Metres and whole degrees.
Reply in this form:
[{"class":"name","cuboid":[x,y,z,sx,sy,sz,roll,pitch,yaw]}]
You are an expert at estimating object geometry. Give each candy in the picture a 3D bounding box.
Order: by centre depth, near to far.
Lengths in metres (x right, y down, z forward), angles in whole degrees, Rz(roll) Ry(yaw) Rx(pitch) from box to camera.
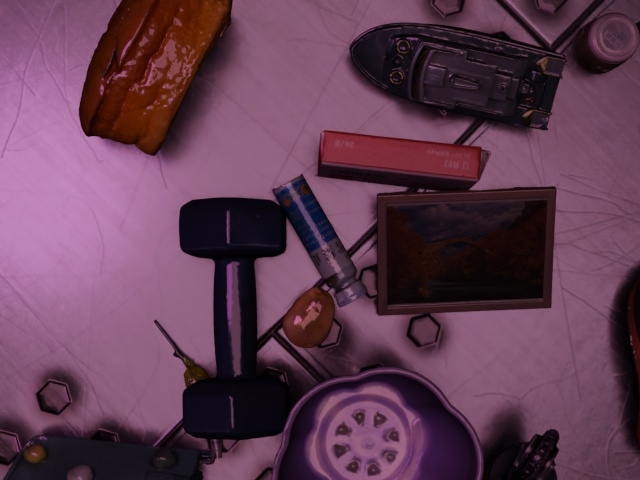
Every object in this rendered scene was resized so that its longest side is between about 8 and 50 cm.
[{"class":"candy","cuboid":[-0.199,0.161,1.692,0.035,0.035,0.123,-36,83,-7]}]

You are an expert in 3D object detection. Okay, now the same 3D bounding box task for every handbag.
[{"class":"handbag","cuboid":[-0.303,0.360,1.555,0.274,0.269,0.100,-1,121,13]}]

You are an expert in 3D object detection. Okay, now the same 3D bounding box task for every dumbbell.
[{"class":"dumbbell","cuboid":[-0.114,0.104,1.623,0.160,0.144,0.325,-3,87,33]}]

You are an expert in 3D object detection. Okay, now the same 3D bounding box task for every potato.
[{"class":"potato","cuboid":[-0.014,0.107,1.681,0.068,0.062,0.083,20,115,-30]}]

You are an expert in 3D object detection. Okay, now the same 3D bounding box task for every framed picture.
[{"class":"framed picture","cuboid":[0.202,0.016,1.679,0.249,0.016,0.184,-2,111,-3]}]

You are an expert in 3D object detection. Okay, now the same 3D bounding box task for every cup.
[{"class":"cup","cuboid":[0.411,-0.274,1.676,0.102,0.099,0.074,0,90,-2]}]

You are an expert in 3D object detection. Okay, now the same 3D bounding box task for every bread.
[{"class":"bread","cuboid":[-0.224,-0.247,1.612,0.142,0.195,0.270,26,92,-11]}]

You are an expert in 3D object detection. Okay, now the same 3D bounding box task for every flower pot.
[{"class":"flower pot","cuboid":[0.063,0.290,1.594,0.265,0.243,0.265,0,88,-4]}]

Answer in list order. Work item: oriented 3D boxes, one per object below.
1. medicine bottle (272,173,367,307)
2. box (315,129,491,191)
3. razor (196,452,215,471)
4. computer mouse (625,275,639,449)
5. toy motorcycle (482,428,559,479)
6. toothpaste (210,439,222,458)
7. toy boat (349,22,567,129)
[{"class":"medicine bottle","cuboid":[0.000,0.000,1.687,0.051,0.051,0.191,-30,90,-2]},{"class":"box","cuboid":[0.110,-0.106,1.656,0.229,0.123,0.050,6,85,-1]},{"class":"razor","cuboid":[-0.181,0.389,1.685,0.068,0.037,0.191,1,88,8]},{"class":"computer mouse","cuboid":[0.520,0.175,1.673,0.182,0.116,0.323,-7,91,3]},{"class":"toy motorcycle","cuboid":[0.234,0.379,1.637,0.108,0.173,0.307,35,95,10]},{"class":"toothpaste","cuboid":[-0.149,0.264,1.700,0.024,0.015,0.083,-2,85,-9]},{"class":"toy boat","cuboid":[0.183,-0.233,1.660,0.296,0.122,0.114,12,113,1]}]
